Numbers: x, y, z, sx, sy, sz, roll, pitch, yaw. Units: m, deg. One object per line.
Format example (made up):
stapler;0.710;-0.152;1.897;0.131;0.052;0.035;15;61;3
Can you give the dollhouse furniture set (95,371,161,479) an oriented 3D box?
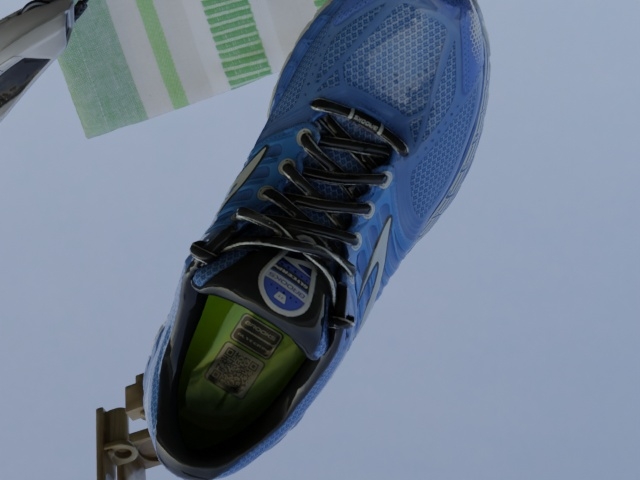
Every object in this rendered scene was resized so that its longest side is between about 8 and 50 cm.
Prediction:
dollhouse furniture set;-0.142;0.213;1.881;0.151;0.144;0.123;-19;-134;13

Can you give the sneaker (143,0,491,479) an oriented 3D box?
sneaker;0.000;0.000;1.061;0.130;0.330;0.147;25;-170;-4

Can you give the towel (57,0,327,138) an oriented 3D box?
towel;-0.058;-0.226;1.405;0.325;0.248;0.038;-19;-146;-2

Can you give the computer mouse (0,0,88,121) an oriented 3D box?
computer mouse;-0.184;-0.132;1.190;0.193;0.042;0.106;-46;-156;12
